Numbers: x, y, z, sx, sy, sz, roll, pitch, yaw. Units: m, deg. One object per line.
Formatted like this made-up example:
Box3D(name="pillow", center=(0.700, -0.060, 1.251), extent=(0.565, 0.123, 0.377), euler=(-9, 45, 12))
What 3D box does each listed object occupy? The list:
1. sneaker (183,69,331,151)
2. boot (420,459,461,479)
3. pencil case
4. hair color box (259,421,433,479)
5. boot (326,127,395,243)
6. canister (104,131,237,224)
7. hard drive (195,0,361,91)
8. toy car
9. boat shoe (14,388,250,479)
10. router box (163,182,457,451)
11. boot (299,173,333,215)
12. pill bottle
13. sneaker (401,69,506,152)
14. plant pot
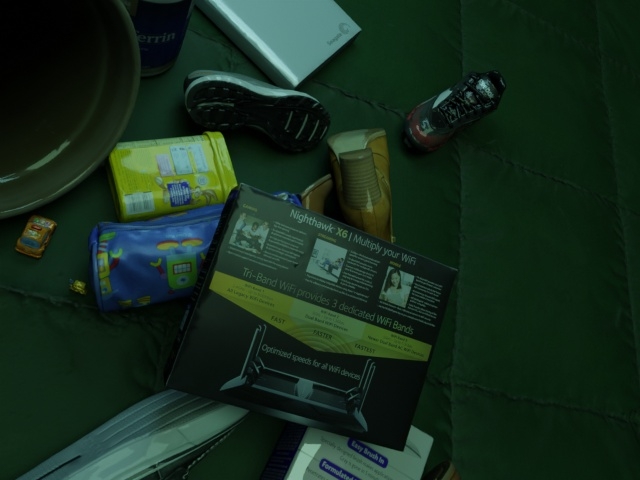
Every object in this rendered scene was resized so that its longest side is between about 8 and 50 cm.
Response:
Box3D(name="sneaker", center=(-0.099, -0.228, 0.879), extent=(0.271, 0.100, 0.108), euler=(10, 31, -34))
Box3D(name="boot", center=(0.190, 0.480, 0.717), extent=(0.220, 0.109, 0.283), euler=(30, 65, 9))
Box3D(name="pencil case", center=(-0.155, 0.009, 0.712), extent=(0.306, 0.133, 0.119), euler=(-11, 35, -17))
Box3D(name="hair color box", center=(0.001, 0.378, 0.699), extent=(0.185, 0.110, 0.339), euler=(34, 62, -9))
Box3D(name="boot", center=(0.074, -0.072, 0.901), extent=(0.104, 0.295, 0.211), euler=(-7, 112, 8))
Box3D(name="canister", center=(-0.222, -0.094, 0.782), extent=(0.170, 0.073, 0.126), euler=(-11, 77, -28))
Box3D(name="hard drive", center=(-0.113, -0.463, 0.986), extent=(0.353, 0.047, 0.233), euler=(44, 59, -6))
Box3D(name="toy car", center=(-0.347, 0.014, 0.698), extent=(0.122, 0.040, 0.060), euler=(38, 60, -9))
Box3D(name="boat shoe", center=(-0.224, 0.281, 0.633), extent=(0.335, 0.121, 0.119), euler=(-22, 105, -32))
Box3D(name="router box", center=(-0.006, 0.099, 0.655), extent=(0.309, 0.081, 0.243), euler=(22, 82, -17))
Box3D(name="boot", center=(0.000, 0.000, 0.860), extent=(0.152, 0.073, 0.197), euler=(40, 71, -7))
Box3D(name="pill bottle", center=(-0.256, -0.372, 0.754), extent=(0.153, 0.264, 0.153), euler=(9, 68, -23))
Box3D(name="sneaker", center=(0.278, -0.270, 1.058), extent=(0.276, 0.135, 0.097), euler=(-34, 90, -30))
Box3D(name="plant pot", center=(-0.428, -0.229, 0.610), extent=(0.280, 0.323, 0.323), euler=(37, 57, 19))
